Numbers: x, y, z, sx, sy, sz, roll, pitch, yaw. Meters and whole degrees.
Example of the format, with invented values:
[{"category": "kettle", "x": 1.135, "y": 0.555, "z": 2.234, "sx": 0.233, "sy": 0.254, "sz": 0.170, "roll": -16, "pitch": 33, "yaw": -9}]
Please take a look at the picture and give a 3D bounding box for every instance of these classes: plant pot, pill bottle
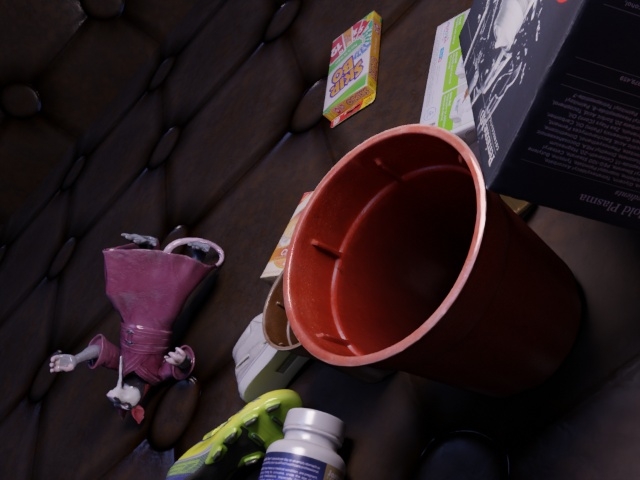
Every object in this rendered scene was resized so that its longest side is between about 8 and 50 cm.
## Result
[{"category": "plant pot", "x": 0.034, "y": 0.111, "z": 1.123, "sx": 0.167, "sy": 0.165, "sz": 0.167, "roll": -34, "pitch": 38, "yaw": 31}, {"category": "pill bottle", "x": -0.027, "y": 0.324, "z": 1.055, "sx": 0.112, "sy": 0.112, "sz": 0.187, "roll": -17, "pitch": 48, "yaw": 46}, {"category": "plant pot", "x": 0.146, "y": 0.049, "z": 0.913, "sx": 0.272, "sy": 0.265, "sz": 0.272, "roll": -26, "pitch": 50, "yaw": 36}]

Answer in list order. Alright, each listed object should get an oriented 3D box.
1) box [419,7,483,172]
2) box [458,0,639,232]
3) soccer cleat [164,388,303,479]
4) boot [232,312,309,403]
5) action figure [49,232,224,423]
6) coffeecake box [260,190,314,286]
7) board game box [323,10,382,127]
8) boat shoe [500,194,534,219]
[{"category": "box", "x": 0.276, "y": -0.238, "z": 1.163, "sx": 0.231, "sy": 0.126, "sz": 0.262, "roll": -21, "pitch": 45, "yaw": 42}, {"category": "box", "x": 0.284, "y": -0.241, "z": 0.782, "sx": 0.343, "sy": 0.178, "sz": 0.313, "roll": -84, "pitch": 11, "yaw": -52}, {"category": "soccer cleat", "x": -0.143, "y": 0.313, "z": 1.244, "sx": 0.289, "sy": 0.093, "sz": 0.121, "roll": -45, "pitch": 26, "yaw": 15}, {"category": "boot", "x": -0.054, "y": 0.137, "z": 1.280, "sx": 0.258, "sy": 0.095, "sz": 0.123, "roll": -46, "pitch": 39, "yaw": 16}, {"category": "action figure", "x": -0.351, "y": 0.170, "z": 1.565, "sx": 0.276, "sy": 0.248, "sz": 0.370, "roll": -47, "pitch": -31, "yaw": -82}, {"category": "coffeecake box", "x": 0.000, "y": 0.000, "z": 1.350, "sx": 0.142, "sy": 0.068, "sz": 0.185, "roll": -10, "pitch": 46, "yaw": 50}, {"category": "board game box", "x": 0.067, "y": -0.353, "z": 1.647, "sx": 0.124, "sy": 0.039, "sz": 0.259, "roll": -29, "pitch": 43, "yaw": 37}, {"category": "boat shoe", "x": 0.230, "y": -0.016, "z": 1.090, "sx": 0.152, "sy": 0.049, "sz": 0.056, "roll": -34, "pitch": 39, "yaw": -2}]
